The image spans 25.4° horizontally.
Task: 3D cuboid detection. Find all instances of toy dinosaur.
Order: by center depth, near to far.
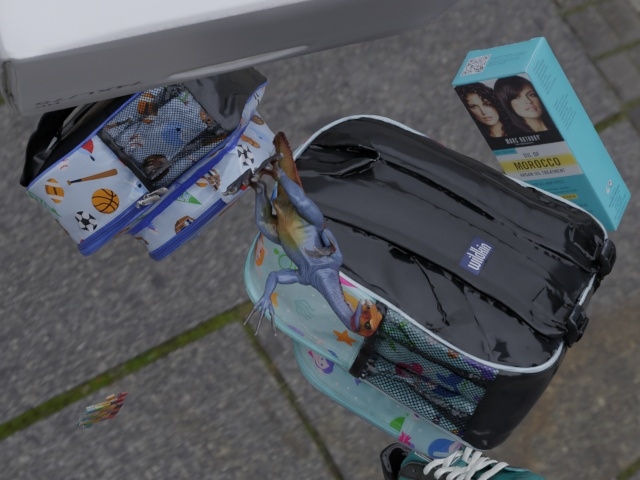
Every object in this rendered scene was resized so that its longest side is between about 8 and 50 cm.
[{"bbox_3d":[0.000,0.000,0.594,0.082,0.047,0.090,48,43,-12],"label":"toy dinosaur"}]

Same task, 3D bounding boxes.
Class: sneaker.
[{"bbox_3d":[0.162,0.293,1.712,0.108,0.302,0.121,-30,95,-30],"label":"sneaker"}]

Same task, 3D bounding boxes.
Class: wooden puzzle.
[{"bbox_3d":[-0.251,0.196,1.625,0.049,0.083,0.006,-15,67,-33],"label":"wooden puzzle"}]

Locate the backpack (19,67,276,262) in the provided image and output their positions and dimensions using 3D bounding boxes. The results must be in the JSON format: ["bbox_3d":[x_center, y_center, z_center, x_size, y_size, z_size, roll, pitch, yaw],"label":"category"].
[{"bbox_3d":[-0.185,-0.101,1.547,0.213,0.263,0.276,57,15,-8],"label":"backpack"}]

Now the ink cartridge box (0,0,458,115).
[{"bbox_3d":[-0.059,-0.205,0.559,0.198,0.197,0.270,-14,92,-11],"label":"ink cartridge box"}]

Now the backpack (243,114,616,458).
[{"bbox_3d":[0.071,0.027,1.113,0.253,0.191,0.225,32,43,4],"label":"backpack"}]

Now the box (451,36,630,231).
[{"bbox_3d":[0.252,-0.111,1.601,0.244,0.100,0.060,53,49,-31],"label":"box"}]
